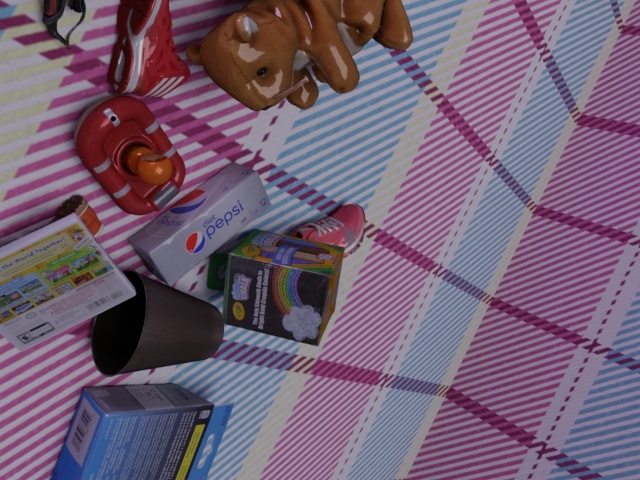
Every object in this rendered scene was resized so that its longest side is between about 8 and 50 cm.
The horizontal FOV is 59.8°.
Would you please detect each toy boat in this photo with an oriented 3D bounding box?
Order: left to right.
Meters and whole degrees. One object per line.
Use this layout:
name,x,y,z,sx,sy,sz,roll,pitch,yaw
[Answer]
toy boat,-0.316,-0.141,0.979,0.151,0.151,0.231,-47,137,-20

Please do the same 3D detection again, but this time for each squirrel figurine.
squirrel figurine,-0.079,-0.430,1.016,0.371,0.281,0.396,-34,115,-33

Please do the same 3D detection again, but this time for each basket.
basket,-0.321,0.180,1.143,0.227,0.154,0.204,22,78,-54

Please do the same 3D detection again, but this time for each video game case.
video game case,-0.468,0.078,0.952,0.227,0.026,0.206,-27,136,-7

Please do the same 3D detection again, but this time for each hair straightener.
hair straightener,-0.367,-0.398,0.829,0.089,0.047,0.230,-32,150,-45

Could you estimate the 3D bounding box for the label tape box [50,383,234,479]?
label tape box,-0.387,0.457,1.243,0.348,0.115,0.249,14,99,-52

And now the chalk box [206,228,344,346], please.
chalk box,-0.111,0.093,1.262,0.179,0.289,0.180,-54,156,-67

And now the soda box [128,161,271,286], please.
soda box,-0.243,-0.041,1.154,0.286,0.091,0.098,-42,135,-24

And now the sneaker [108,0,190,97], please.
sneaker,-0.283,-0.357,0.975,0.128,0.087,0.221,-2,123,-56

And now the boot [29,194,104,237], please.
boot,-0.454,0.003,0.980,0.158,0.059,0.084,-48,142,-20

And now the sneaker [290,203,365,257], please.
sneaker,0.000,0.000,1.419,0.314,0.116,0.136,-47,135,-19
